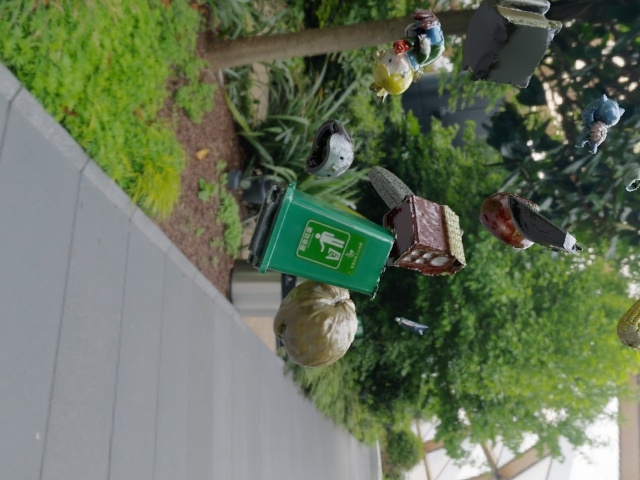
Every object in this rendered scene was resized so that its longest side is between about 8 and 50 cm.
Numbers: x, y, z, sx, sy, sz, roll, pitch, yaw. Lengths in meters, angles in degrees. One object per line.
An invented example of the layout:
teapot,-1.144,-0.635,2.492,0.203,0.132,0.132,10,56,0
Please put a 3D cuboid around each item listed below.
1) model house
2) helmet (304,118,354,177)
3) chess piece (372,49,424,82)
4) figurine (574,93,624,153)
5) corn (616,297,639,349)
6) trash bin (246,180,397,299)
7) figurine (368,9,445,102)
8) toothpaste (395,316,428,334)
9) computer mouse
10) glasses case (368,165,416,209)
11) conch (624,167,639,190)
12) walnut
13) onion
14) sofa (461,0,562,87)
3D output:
model house,0.342,-0.006,1.673,0.160,0.253,0.196,127,-31,-50
helmet,0.037,-0.244,1.488,0.153,0.107,0.177,-51,-158,37
chess piece,0.244,-0.561,1.719,0.060,0.171,0.060,-51,-150,44
figurine,0.876,-0.371,1.735,0.178,0.114,0.144,-64,-178,-1
corn,0.747,0.170,1.224,0.081,0.248,0.081,26,-53,40
trash bin,0.000,0.000,1.561,0.295,0.380,0.259,-95,-154,-79
figurine,0.223,-0.497,1.466,0.128,0.234,0.185,62,5,19
toothpaste,0.213,0.199,1.272,0.027,0.083,0.019,-61,-166,22
computer mouse,0.652,-0.034,1.610,0.147,0.264,0.088,8,117,-57
glasses case,0.290,-0.161,1.999,0.085,0.137,0.355,-54,-138,22
conch,1.141,-0.226,1.972,0.076,0.085,0.057,40,17,-35
walnut,-0.017,0.273,1.800,0.285,0.284,0.297,77,-6,-51
onion,0.689,-0.080,1.954,0.248,0.247,0.162,-87,-168,-63
sofa,0.572,-0.618,1.656,0.259,0.199,0.182,107,-17,-49
